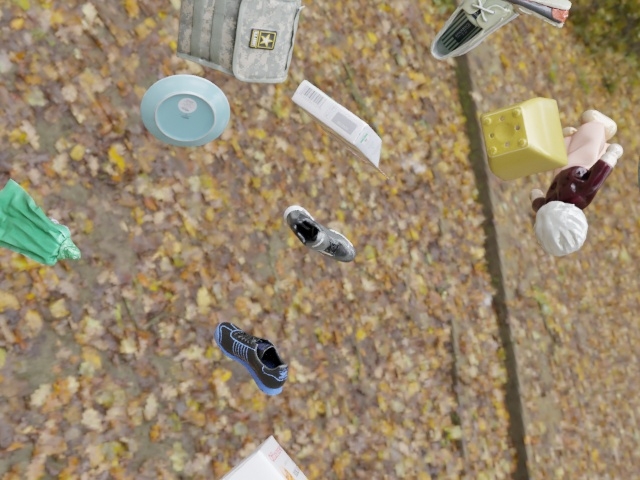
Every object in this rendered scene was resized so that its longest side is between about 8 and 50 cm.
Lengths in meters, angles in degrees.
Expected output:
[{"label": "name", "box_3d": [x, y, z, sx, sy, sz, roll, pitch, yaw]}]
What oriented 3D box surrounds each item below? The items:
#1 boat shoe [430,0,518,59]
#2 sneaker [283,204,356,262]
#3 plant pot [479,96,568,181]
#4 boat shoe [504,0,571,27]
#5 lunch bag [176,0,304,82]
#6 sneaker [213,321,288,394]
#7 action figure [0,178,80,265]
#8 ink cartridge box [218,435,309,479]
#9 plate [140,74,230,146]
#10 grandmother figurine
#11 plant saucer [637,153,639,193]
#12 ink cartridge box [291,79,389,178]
[{"label": "boat shoe", "box_3d": [0.330, -0.456, 1.536, 0.109, 0.302, 0.094, 45, 55, 1]}, {"label": "sneaker", "box_3d": [0.000, 0.000, 2.090, 0.234, 0.078, 0.106, 36, 14, -17]}, {"label": "plant pot", "box_3d": [0.224, -0.118, 0.880, 0.083, 0.082, 0.081, 2, 77, -58]}, {"label": "boat shoe", "box_3d": [0.346, -0.394, 1.291, 0.049, 0.137, 0.043, -65, 170, -45]}, {"label": "lunch bag", "box_3d": [-0.194, -0.534, 1.906, 0.169, 0.287, 0.235, -56, 164, -52]}, {"label": "sneaker", "box_3d": [-0.156, 0.251, 1.792, 0.232, 0.090, 0.081, 40, 37, 27]}, {"label": "action figure", "box_3d": [-0.538, -0.014, 1.457, 0.137, 0.232, 0.063, -64, 153, -3]}, {"label": "ink cartridge box", "box_3d": [-0.073, 0.453, 1.199, 0.232, 0.168, 0.171, 48, -3, 8]}, {"label": "plate", "box_3d": [-0.286, -0.266, 1.638, 0.188, 0.188, 0.024, 39, 30, -37]}, {"label": "grandmother figurine", "box_3d": [0.463, -0.104, 1.402, 0.104, 0.207, 0.342, 33, 50, -2]}, {"label": "plant saucer", "box_3d": [0.566, -0.063, 0.981, 0.043, 0.318, 0.317, 103, -11, -64]}, {"label": "ink cartridge box", "box_3d": [0.057, -0.224, 1.591, 0.181, 0.056, 0.225, 40, 5, 27]}]
